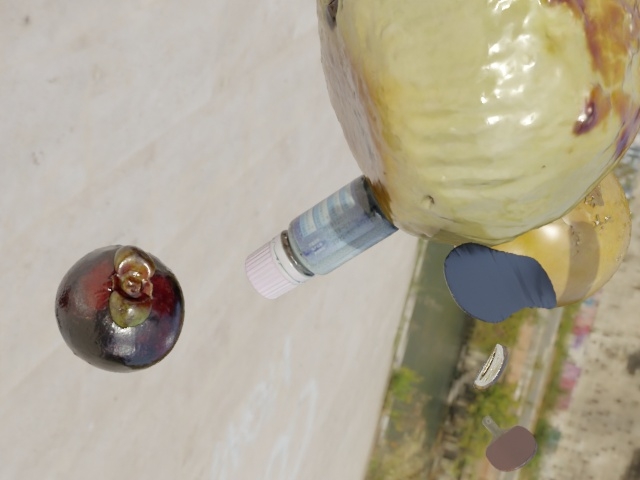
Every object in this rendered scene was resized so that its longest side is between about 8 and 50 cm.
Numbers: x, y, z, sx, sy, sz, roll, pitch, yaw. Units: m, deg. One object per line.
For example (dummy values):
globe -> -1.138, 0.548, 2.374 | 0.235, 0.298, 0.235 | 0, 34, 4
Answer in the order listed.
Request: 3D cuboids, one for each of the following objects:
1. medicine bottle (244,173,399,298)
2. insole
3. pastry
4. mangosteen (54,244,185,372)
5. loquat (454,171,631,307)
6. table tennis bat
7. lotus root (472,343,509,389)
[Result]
medicine bottle -> 0.000, 0.000, 1.292 | 0.083, 0.203, 0.083 | 45, 25, -28
insole -> 0.170, 0.038, 0.969 | 0.232, 0.003, 0.080 | 1, 62, -56
pastry -> 0.173, -0.189, 1.113 | 0.388, 0.313, 0.388 | 164, -90, -82
mangosteen -> -0.221, 0.070, 1.169 | 0.152, 0.152, 0.152 | 15, 90, -75
loquat -> 0.283, -0.022, 1.344 | 0.235, 0.235, 0.235 | 15, 90, -75
table tennis bat -> 0.317, 0.346, 1.796 | 0.013, 0.087, 0.156 | 54, -2, -25
lotus root -> 0.279, 0.208, 1.680 | 0.083, 0.030, 0.037 | -58, 157, -1
